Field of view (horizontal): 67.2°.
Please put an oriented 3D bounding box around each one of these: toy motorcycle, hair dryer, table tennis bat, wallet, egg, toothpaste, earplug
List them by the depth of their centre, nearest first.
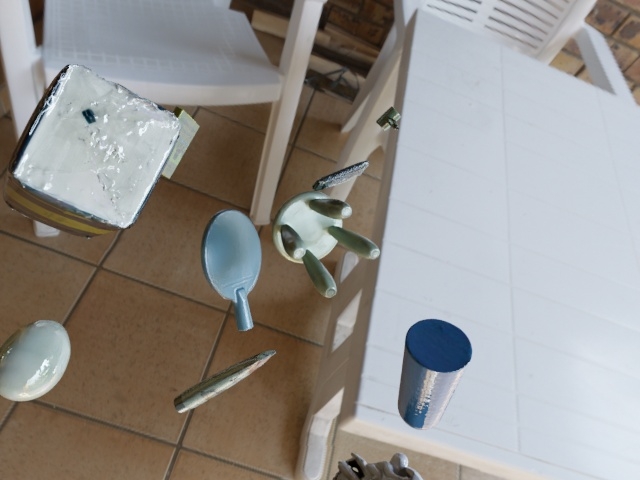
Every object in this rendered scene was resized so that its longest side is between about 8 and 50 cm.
[{"bbox_3d":[-0.187,0.266,0.916,0.039,0.239,0.062,60,21,9],"label":"toothpaste"},{"bbox_3d":[0.229,0.308,1.036,0.132,0.273,0.132,1,40,-1],"label":"earplug"},{"bbox_3d":[0.047,-0.147,1.124,0.129,0.088,0.026,-22,87,-13],"label":"wallet"},{"bbox_3d":[0.159,0.583,1.138,0.260,0.110,0.171,12,48,36],"label":"toy motorcycle"},{"bbox_3d":[-0.679,0.278,1.142,0.151,0.151,0.209,18,37,-9],"label":"egg"},{"bbox_3d":[-0.228,0.079,1.293,0.215,0.044,0.329,-18,102,-56],"label":"table tennis bat"},{"bbox_3d":[0.225,-0.366,1.506,0.047,0.071,0.150,40,17,-26],"label":"hair dryer"}]

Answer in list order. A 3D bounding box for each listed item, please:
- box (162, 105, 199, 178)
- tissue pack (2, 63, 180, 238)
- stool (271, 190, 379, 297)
[{"bbox_3d":[-0.443,-0.290,1.445,0.030,0.121,0.193,28,85,14],"label":"box"},{"bbox_3d":[-0.503,-0.164,1.029,0.253,0.416,0.264,27,72,-30],"label":"tissue pack"},{"bbox_3d":[0.000,0.000,1.174,0.195,0.195,0.198,-40,33,-4],"label":"stool"}]
